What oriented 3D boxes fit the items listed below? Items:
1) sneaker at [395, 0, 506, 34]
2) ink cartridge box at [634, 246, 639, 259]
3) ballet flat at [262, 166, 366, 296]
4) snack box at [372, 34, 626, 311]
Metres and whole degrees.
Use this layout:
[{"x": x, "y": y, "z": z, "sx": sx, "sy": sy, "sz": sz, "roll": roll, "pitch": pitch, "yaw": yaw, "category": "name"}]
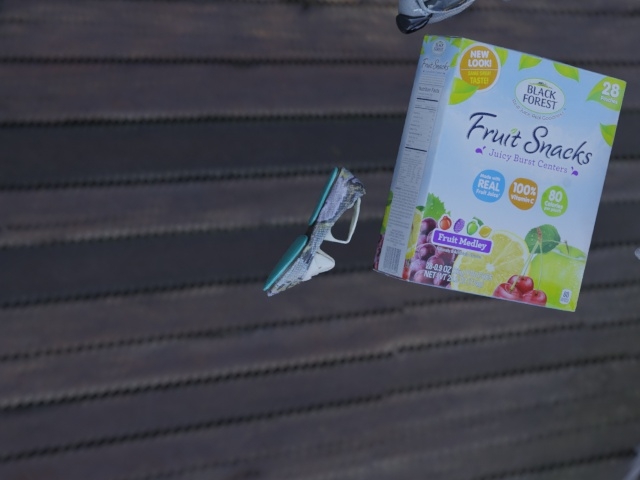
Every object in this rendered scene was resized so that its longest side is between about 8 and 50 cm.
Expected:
[{"x": 0.048, "y": -0.225, "z": 1.381, "sx": 0.086, "sy": 0.229, "sz": 0.132, "roll": 150, "pitch": -51, "yaw": -85, "category": "sneaker"}, {"x": 0.354, "y": -0.038, "z": 1.594, "sx": 0.180, "sy": 0.104, "sz": 0.060, "roll": -28, "pitch": 111, "yaw": 1, "category": "ink cartridge box"}, {"x": 0.000, "y": 0.000, "z": 1.406, "sx": 0.114, "sy": 0.041, "sz": 0.041, "roll": -59, "pitch": 144, "yaw": -2, "category": "ballet flat"}, {"x": 0.152, "y": -0.056, "z": 1.561, "sx": 0.175, "sy": 0.070, "sz": 0.207, "roll": 10, "pitch": 92, "yaw": -28, "category": "snack box"}]
